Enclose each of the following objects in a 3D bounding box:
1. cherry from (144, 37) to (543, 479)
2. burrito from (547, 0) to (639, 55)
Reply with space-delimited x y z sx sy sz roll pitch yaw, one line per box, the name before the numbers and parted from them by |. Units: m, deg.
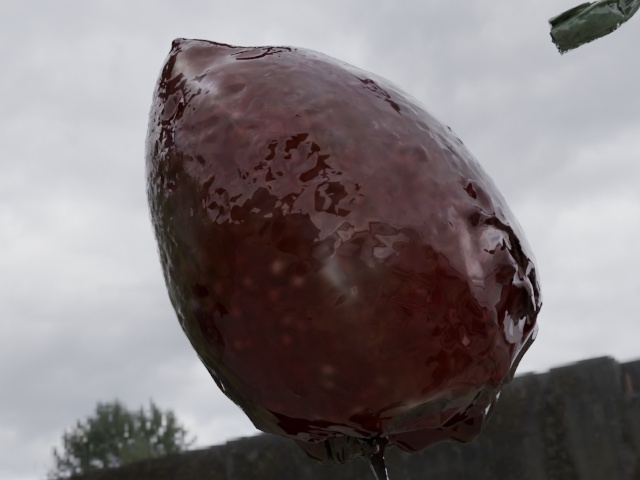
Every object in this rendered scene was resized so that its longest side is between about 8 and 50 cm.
cherry | 0.000 0.000 0.506 0.175 0.249 0.192 -37 -2 1
burrito | 0.326 -0.262 1.199 0.118 0.044 0.074 -22 -17 8
